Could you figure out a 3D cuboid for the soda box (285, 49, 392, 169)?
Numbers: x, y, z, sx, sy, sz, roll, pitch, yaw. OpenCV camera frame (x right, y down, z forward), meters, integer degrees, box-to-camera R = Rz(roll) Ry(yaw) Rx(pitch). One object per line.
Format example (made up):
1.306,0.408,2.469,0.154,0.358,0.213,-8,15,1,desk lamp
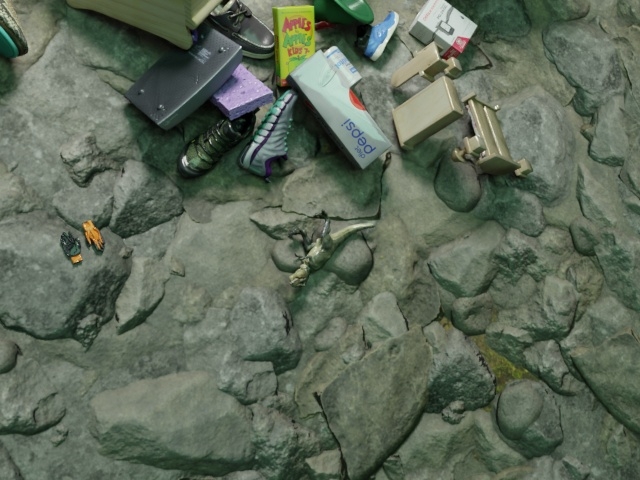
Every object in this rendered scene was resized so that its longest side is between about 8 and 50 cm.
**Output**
0.044,-0.310,1.501,0.098,0.091,0.286,-39,101,-3,soda box

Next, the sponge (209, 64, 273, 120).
-0.216,-0.363,1.446,0.117,0.031,0.210,-31,55,-22,sponge

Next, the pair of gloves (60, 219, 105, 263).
-0.512,0.003,1.341,0.083,0.010,0.074,-29,89,-18,pair of gloves

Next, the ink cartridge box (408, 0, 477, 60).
0.332,-0.578,1.697,0.150,0.063,0.109,34,71,-8,ink cartridge box

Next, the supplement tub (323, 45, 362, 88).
0.047,-0.428,1.574,0.071,0.071,0.107,-42,92,-20,supplement tub

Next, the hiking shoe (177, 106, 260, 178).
-0.236,-0.233,1.420,0.086,0.114,0.227,46,70,-5,hiking shoe

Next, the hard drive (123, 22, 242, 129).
-0.304,-0.368,1.407,0.255,0.054,0.172,-46,57,-8,hard drive

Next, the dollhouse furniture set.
0.369,-0.308,1.664,0.355,0.174,0.303,12,59,-44,dollhouse furniture set

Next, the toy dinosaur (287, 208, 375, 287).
0.000,0.000,1.475,0.268,0.064,0.118,-40,98,-23,toy dinosaur

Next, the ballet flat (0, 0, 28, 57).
-0.809,-0.570,1.305,0.483,0.164,0.182,26,64,-7,ballet flat

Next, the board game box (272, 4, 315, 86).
-0.063,-0.472,1.514,0.092,0.043,0.181,-10,116,-18,board game box

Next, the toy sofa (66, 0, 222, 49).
-0.403,-0.588,1.393,0.362,0.177,0.150,22,54,8,toy sofa

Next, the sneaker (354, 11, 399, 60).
0.143,-0.556,1.637,0.084,0.058,0.152,31,78,-17,sneaker

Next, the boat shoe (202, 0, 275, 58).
-0.226,-0.545,1.502,0.285,0.092,0.103,33,66,-9,boat shoe

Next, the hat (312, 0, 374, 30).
0.006,-0.571,1.619,0.208,0.183,0.173,16,45,-39,hat

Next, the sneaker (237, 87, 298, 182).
-0.101,-0.250,1.483,0.098,0.083,0.224,34,89,-18,sneaker
